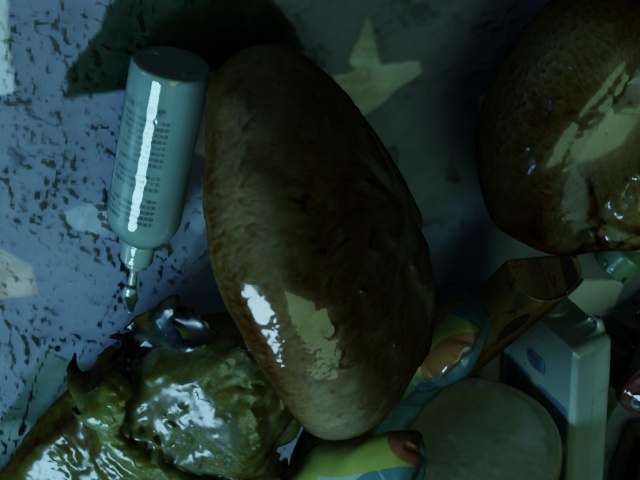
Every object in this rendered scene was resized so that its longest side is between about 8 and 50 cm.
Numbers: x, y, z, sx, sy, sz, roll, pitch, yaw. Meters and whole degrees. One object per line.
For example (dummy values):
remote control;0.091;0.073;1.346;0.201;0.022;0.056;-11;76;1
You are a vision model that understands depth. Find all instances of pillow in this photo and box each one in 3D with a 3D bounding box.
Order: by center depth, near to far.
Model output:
pillow;0.055;0.134;1.343;0.086;0.214;0.233;36;64;-12

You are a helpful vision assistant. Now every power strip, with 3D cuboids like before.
power strip;0.205;0.185;1.539;0.043;0.106;0.367;-22;130;-22

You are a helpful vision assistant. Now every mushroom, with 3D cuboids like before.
mushroom;0.000;0.000;1.212;0.146;0.278;0.278;-17;136;20
mushroom;0.230;-0.092;1.322;0.253;0.153;0.253;-15;131;-18

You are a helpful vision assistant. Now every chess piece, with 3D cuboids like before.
chess piece;0.279;-0.012;1.472;0.067;0.067;0.103;21;119;-38
chess piece;0.134;0.272;1.544;0.167;0.167;0.300;-23;137;-13

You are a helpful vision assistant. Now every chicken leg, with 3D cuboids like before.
chicken leg;-0.154;0.185;1.329;0.361;0.140;0.211;-41;116;18

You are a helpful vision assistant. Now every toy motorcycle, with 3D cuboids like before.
toy motorcycle;0.321;0.101;1.534;0.212;0.118;0.084;-15;123;-20

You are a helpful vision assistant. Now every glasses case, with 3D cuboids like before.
glasses case;0.146;0.064;1.409;0.064;0.041;0.170;-6;156;-26

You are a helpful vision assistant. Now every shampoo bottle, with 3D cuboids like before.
shampoo bottle;-0.121;-0.040;1.229;0.056;0.056;0.195;-3;125;-27

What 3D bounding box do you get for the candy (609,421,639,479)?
candy;0.432;0.268;1.709;0.320;0.135;0.179;-2;124;-28
